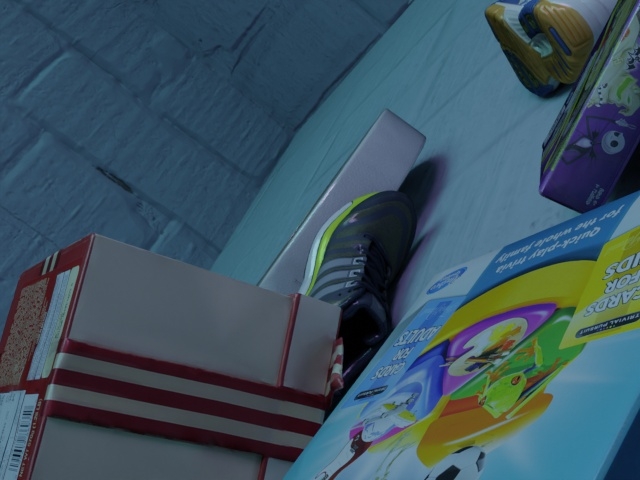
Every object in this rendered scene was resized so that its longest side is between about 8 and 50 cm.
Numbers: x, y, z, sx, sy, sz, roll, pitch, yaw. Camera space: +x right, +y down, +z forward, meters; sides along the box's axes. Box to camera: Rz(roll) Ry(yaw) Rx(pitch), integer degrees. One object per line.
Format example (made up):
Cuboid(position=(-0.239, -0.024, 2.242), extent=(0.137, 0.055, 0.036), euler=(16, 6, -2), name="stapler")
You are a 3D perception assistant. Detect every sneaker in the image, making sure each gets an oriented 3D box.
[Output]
Cuboid(position=(0.262, -0.226, 0.987), extent=(0.131, 0.112, 0.296), euler=(-35, 12, 3), name="sneaker")
Cuboid(position=(0.036, 0.064, 1.001), extent=(0.121, 0.111, 0.300), euler=(-10, 41, 50), name="sneaker")

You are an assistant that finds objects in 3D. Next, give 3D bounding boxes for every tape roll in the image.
Cuboid(position=(0.000, 0.000, 1.276), extent=(0.392, 0.072, 0.392), euler=(-54, 2, 2), name="tape roll")

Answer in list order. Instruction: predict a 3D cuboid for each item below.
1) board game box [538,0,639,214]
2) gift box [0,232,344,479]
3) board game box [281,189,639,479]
Cuboid(position=(0.248, -0.195, 0.660), extent=(0.347, 0.056, 0.208), euler=(-66, -10, 19), name="board game box")
Cuboid(position=(-0.126, 0.156, 0.797), extent=(0.276, 0.258, 0.255), euler=(-9, 65, 59), name="gift box")
Cuboid(position=(0.071, 0.116, 0.440), extent=(0.336, 0.079, 0.253), euler=(-48, 11, -34), name="board game box")
